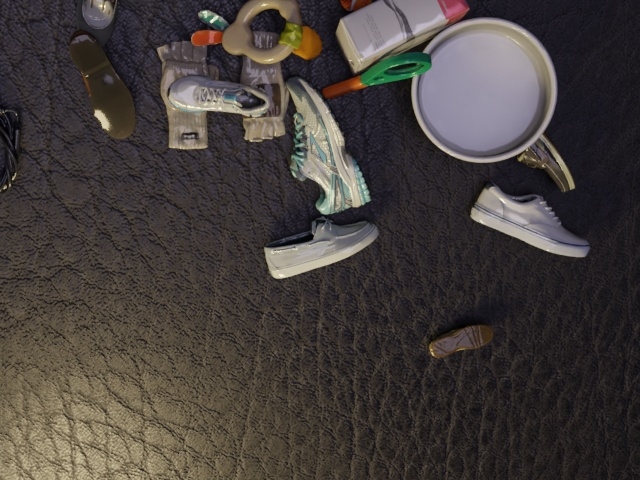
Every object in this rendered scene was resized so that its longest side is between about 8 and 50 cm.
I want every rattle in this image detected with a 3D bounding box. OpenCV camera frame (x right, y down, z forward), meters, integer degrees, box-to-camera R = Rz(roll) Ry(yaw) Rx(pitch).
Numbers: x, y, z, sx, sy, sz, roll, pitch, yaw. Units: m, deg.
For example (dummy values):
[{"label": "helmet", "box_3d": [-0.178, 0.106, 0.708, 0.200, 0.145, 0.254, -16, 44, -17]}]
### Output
[{"label": "rattle", "box_3d": [-0.116, -0.375, 1.769, 0.199, 0.143, 0.130, -10, 100, 19]}]

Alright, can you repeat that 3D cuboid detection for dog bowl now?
[{"label": "dog bowl", "box_3d": [0.303, -0.278, 1.810, 0.265, 0.104, 0.265, 1, 95, 6]}]

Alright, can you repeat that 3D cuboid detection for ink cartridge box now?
[{"label": "ink cartridge box", "box_3d": [0.142, -0.394, 1.759, 0.218, 0.158, 0.092, -28, 92, -3]}]

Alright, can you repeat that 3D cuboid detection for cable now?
[{"label": "cable", "box_3d": [-0.622, -0.160, 1.751, 0.150, 0.047, 0.184, 6, 103, -11]}]

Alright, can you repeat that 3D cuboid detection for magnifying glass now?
[{"label": "magnifying glass", "box_3d": [0.100, -0.300, 1.769, 0.092, 0.231, 0.026, 1, 77, -51]}]

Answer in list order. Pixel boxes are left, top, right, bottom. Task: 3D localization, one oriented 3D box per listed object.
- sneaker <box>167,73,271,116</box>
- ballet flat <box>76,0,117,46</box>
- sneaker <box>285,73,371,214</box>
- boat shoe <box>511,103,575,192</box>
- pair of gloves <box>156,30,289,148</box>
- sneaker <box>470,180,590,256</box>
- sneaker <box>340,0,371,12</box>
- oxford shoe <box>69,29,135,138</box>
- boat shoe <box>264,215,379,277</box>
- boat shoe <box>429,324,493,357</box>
[{"label": "sneaker", "box_3d": [-0.177, -0.261, 1.734, 0.190, 0.083, 0.071, 1, 97, -15]}, {"label": "ballet flat", "box_3d": [-0.389, -0.445, 1.711, 0.072, 0.068, 0.213, 13, 101, -12]}, {"label": "sneaker", "box_3d": [-0.010, -0.173, 1.819, 0.122, 0.110, 0.283, -27, 106, 1]}, {"label": "boat shoe", "box_3d": [0.418, -0.181, 1.905, 0.073, 0.080, 0.223, -35, 100, 7]}, {"label": "pair of gloves", "box_3d": [-0.177, -0.278, 1.797, 0.240, 0.042, 0.204, -9, 99, -14]}, {"label": "sneaker", "box_3d": [0.430, -0.041, 1.927, 0.258, 0.094, 0.091, 20, 104, -12]}, {"label": "sneaker", "box_3d": [0.083, -0.507, 1.788, 0.067, 0.064, 0.175, 4, 104, -36]}, {"label": "oxford shoe", "box_3d": [-0.391, -0.285, 1.753, 0.076, 0.076, 0.212, -21, 121, -6]}, {"label": "boat shoe", "box_3d": [-0.001, 0.000, 1.873, 0.227, 0.079, 0.081, -21, 110, -1]}, {"label": "boat shoe", "box_3d": [0.286, 0.201, 1.986, 0.135, 0.045, 0.050, -14, 97, -2]}]
